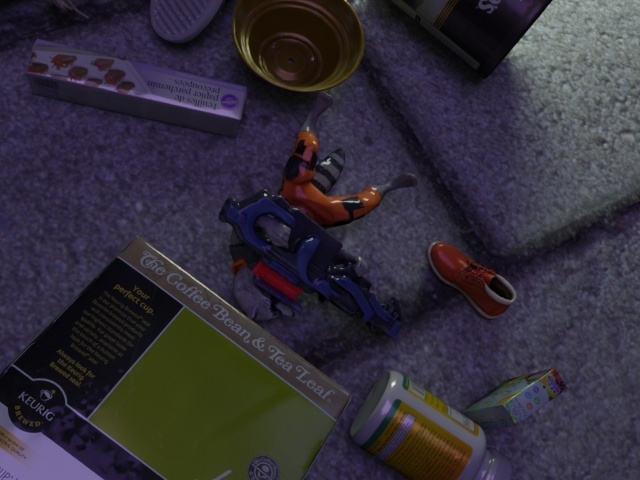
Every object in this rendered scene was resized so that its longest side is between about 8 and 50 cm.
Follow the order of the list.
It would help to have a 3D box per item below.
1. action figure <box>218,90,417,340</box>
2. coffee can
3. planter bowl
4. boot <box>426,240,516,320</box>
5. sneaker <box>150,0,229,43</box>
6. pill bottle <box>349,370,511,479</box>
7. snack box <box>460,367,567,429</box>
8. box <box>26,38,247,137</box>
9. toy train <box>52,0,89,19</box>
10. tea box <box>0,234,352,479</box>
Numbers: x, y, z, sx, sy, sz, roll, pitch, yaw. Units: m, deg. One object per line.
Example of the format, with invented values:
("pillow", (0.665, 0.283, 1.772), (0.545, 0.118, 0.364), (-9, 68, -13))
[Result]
("action figure", (0.000, 0.000, 1.049), (0.341, 0.178, 0.330), (46, 72, -24))
("coffee can", (0.245, -0.444, 1.203), (0.275, 0.201, 0.201), (40, 67, 3))
("planter bowl", (-0.042, -0.318, 1.152), (0.217, 0.090, 0.217), (4, 71, -11))
("boot", (0.238, 0.052, 1.093), (0.158, 0.084, 0.059), (43, 69, 5))
("sneaker", (-0.172, -0.466, 1.160), (0.126, 0.127, 0.321), (23, 92, 13))
("pill bottle", (0.155, 0.284, 0.975), (0.208, 0.117, 0.117), (33, 67, 0))
("snack box", (0.275, 0.232, 1.007), (0.100, 0.141, 0.037), (-29, 81, -21))
("box", (-0.280, -0.233, 1.082), (0.324, 0.067, 0.063), (11, 69, -8))
("toy train", (-0.493, -0.390, 1.057), (0.248, 0.105, 0.143), (43, 62, 4))
("tea box", (-0.200, 0.237, 0.828), (0.329, 0.220, 0.323), (37, 57, 2))
